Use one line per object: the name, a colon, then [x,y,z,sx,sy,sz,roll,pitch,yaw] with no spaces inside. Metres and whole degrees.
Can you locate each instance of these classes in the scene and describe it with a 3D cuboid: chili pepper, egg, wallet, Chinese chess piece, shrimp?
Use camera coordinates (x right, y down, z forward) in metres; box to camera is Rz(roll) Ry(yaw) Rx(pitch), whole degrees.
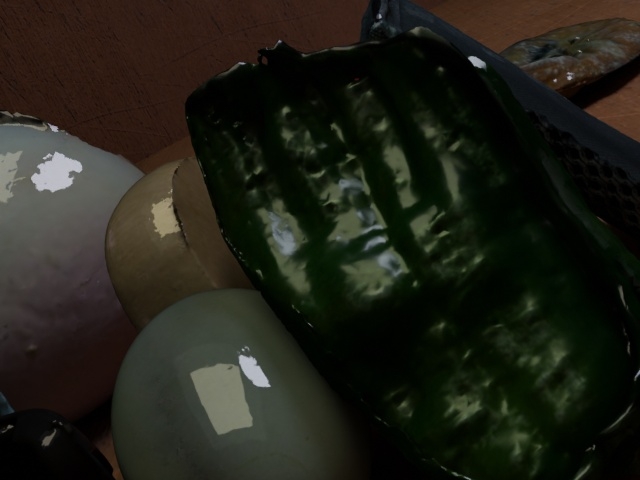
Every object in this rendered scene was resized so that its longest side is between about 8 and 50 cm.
chili pepper: [0.073,0.003,0.611,0.213,0.385,0.167,-44,-21,7]
egg: [-0.056,0.136,0.664,0.182,0.183,0.264,-30,26,-7]
wallet: [0.177,-0.090,0.762,0.075,0.342,0.237,-56,10,18]
Chinese chess piece: [-0.093,0.034,0.897,0.103,0.250,0.250,-36,14,20]
shrimp: [0.316,-0.223,1.288,0.221,0.110,0.445,2,29,44]
egg: [-0.361,0.084,1.067,0.354,0.354,0.340,-14,46,39]

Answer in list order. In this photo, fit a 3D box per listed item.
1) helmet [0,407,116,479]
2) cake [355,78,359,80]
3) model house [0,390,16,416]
helmet: [-0.214,0.226,0.622,0.216,0.193,0.189,37,57,24]
cake: [0.022,-0.108,1.168,0.283,0.177,0.151,1,29,47]
model house: [-0.380,0.202,0.803,0.230,0.281,0.248,-36,24,-28]
